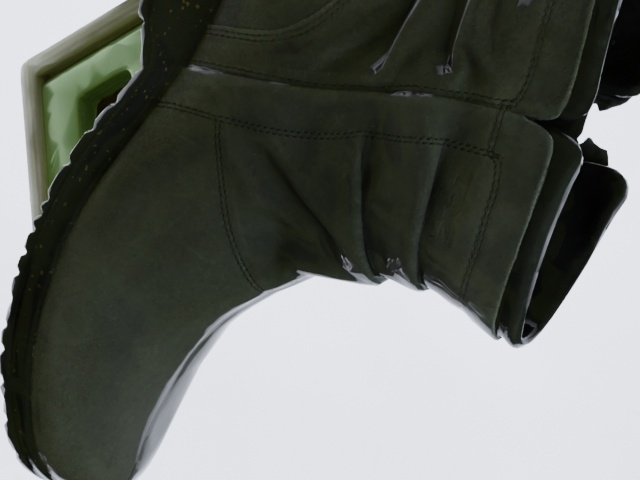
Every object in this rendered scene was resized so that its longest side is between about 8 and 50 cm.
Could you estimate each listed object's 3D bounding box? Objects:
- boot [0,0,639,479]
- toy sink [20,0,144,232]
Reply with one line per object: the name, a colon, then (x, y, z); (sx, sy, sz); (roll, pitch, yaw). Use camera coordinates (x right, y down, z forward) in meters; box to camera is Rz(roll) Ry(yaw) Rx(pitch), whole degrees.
boot: (0.000, 0.000, 0.671); (0.223, 0.118, 0.338); (26, -76, 22)
toy sink: (-0.059, -0.069, 0.900); (0.234, 0.153, 0.131); (-21, -23, 35)
